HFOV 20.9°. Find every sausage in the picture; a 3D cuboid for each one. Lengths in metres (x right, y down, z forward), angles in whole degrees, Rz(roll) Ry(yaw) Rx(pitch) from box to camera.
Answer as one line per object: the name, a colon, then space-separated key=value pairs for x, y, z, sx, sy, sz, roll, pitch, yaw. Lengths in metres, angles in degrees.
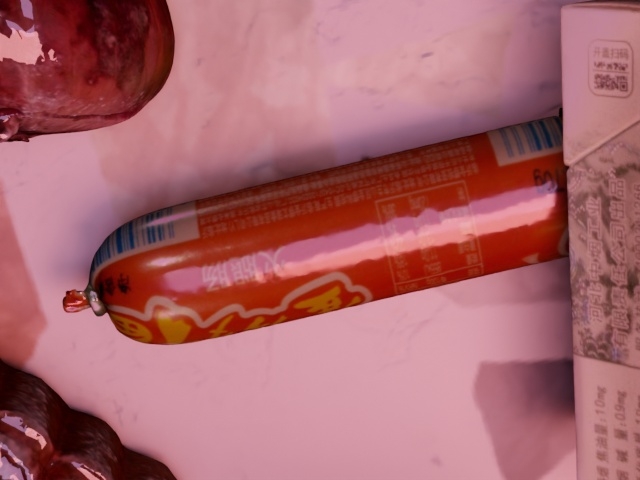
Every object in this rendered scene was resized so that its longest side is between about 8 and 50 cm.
sausage: x=0.000 y=0.000 z=0.856 sx=0.264 sy=0.083 sz=0.083 roll=-13 pitch=102 yaw=1

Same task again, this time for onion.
onion: x=-0.173 y=-0.114 z=0.807 sx=0.206 sy=0.098 sz=0.151 roll=-2 pitch=103 yaw=-3

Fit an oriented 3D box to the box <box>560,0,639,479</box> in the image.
box: x=0.196 y=0.007 z=0.829 sx=0.164 sy=0.069 sz=0.256 roll=-14 pitch=106 yaw=-39

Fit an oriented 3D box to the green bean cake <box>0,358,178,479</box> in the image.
green bean cake: x=-0.195 y=0.152 z=0.862 sx=0.233 sy=0.097 sz=0.198 roll=41 pitch=97 yaw=-11
